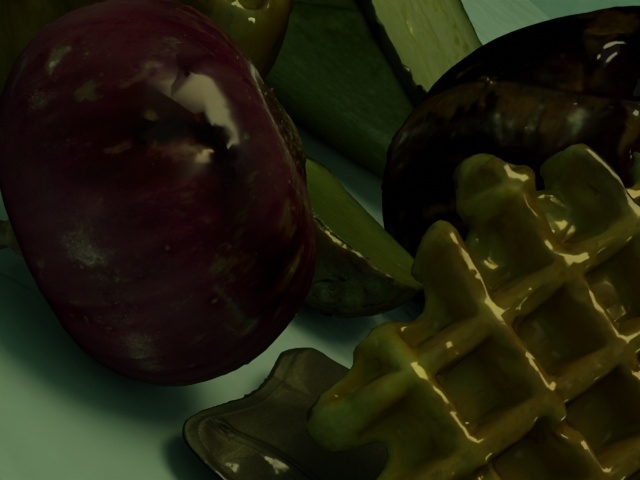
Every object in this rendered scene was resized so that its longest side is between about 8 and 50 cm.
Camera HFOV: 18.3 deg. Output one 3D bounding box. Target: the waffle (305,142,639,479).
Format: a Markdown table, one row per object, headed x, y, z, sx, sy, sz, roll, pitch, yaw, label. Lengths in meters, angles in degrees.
| x | y | z | sx | sy | sz | roll | pitch | yaw | label |
| --- | --- | --- | --- | --- | --- | --- | --- | --- | --- |
| 0.145 | 0.096 | 0.869 | 0.310 | 0.283 | 0.065 | 15 | -16 | -17 | waffle |

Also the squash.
| x | y | z | sx | sy | sz | roll | pitch | yaw | label |
| --- | --- | --- | --- | --- | --- | --- | --- | --- | --- |
| 0.065 | -0.153 | 1.508 | 0.309 | 0.210 | 0.233 | 31 | 28 | -8 | squash |

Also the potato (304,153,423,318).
| x | y | z | sx | sy | sz | roll | pitch | yaw | label |
| --- | --- | --- | --- | --- | --- | --- | --- | --- | --- |
| 0.000 | 0.000 | 1.196 | 0.119 | 0.054 | 0.198 | 30 | 12 | -26 | potato |

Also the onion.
| x | y | z | sx | sy | sz | roll | pitch | yaw | label |
| --- | --- | --- | --- | --- | --- | --- | --- | --- | --- |
| -0.076 | -0.021 | 0.895 | 0.177 | 0.153 | 0.177 | 40 | 16 | -14 | onion |

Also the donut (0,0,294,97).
| x | y | z | sx | sy | sz | roll | pitch | yaw | label |
| --- | --- | --- | --- | --- | --- | --- | --- | --- | --- |
| -0.075 | -0.201 | 1.089 | 0.170 | 0.360 | 0.360 | 21 | 18 | -10 | donut |

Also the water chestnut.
| x | y | z | sx | sy | sz | roll | pitch | yaw | label |
| --- | --- | --- | --- | --- | --- | --- | --- | --- | --- |
| 0.173 | 0.001 | 1.284 | 0.300 | 0.300 | 0.300 | 35 | 15 | -11 | water chestnut |

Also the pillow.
| x | y | z | sx | sy | sz | roll | pitch | yaw | label |
| --- | --- | --- | --- | --- | --- | --- | --- | --- | --- |
| 0.010 | 0.105 | 0.936 | 0.130 | 0.033 | 0.217 | 40 | 17 | 4 | pillow |
